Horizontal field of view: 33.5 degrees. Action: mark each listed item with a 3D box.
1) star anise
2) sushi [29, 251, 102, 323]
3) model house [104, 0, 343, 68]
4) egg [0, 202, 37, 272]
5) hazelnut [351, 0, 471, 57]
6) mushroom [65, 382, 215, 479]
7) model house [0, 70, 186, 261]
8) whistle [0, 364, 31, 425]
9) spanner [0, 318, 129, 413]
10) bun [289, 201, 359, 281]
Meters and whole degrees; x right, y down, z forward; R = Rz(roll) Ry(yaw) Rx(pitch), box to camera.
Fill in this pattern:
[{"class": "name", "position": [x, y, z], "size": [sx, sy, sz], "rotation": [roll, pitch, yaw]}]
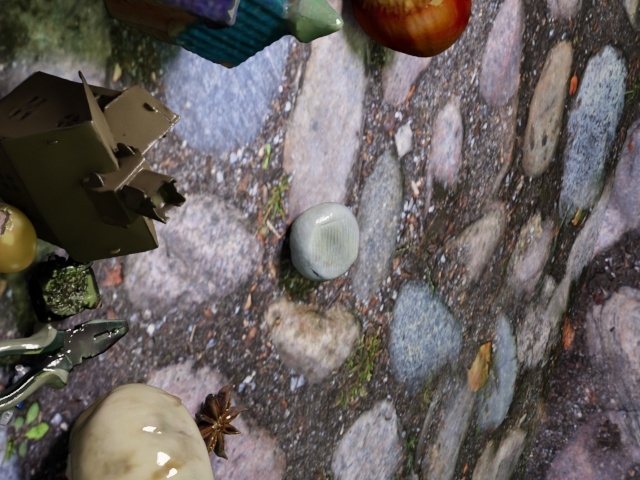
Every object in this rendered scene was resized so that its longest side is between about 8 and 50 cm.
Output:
[{"class": "star anise", "position": [-0.174, 0.305, 1.759], "size": [0.141, 0.042, 0.141], "rotation": [-25, 121, -48]}, {"class": "sushi", "position": [-0.340, 0.056, 1.401], "size": [0.083, 0.056, 0.084], "rotation": [-25, 126, -39]}, {"class": "model house", "position": [-0.128, -0.354, 1.298], "size": [0.312, 0.280, 0.245], "rotation": [18, 91, -57]}, {"class": "egg", "position": [-0.385, 0.000, 1.289], "size": [0.080, 0.080, 0.096], "rotation": [-53, 156, -24]}, {"class": "hazelnut", "position": [0.153, -0.389, 1.762], "size": [0.208, 0.208, 0.208], "rotation": [-28, 128, -45]}, {"class": "mushroom", "position": [-0.305, 0.358, 1.448], "size": [0.336, 0.314, 0.314], "rotation": [-11, 119, -16]}, {"class": "model house", "position": [-0.250, -0.093, 1.284], "size": [0.204, 0.243, 0.211], "rotation": [-50, 140, -27]}, {"class": "whistle", "position": [-0.404, 0.203, 1.401], "size": [0.033, 0.029, 0.083], "rotation": [41, 62, -47]}, {"class": "spanner", "position": [-0.379, 0.162, 1.385], "size": [0.325, 0.040, 0.095], "rotation": [-22, 100, -46]}, {"class": "bun", "position": [0.000, 0.000, 1.825], "size": [0.141, 0.083, 0.141], "rotation": [-16, 115, -40]}]
